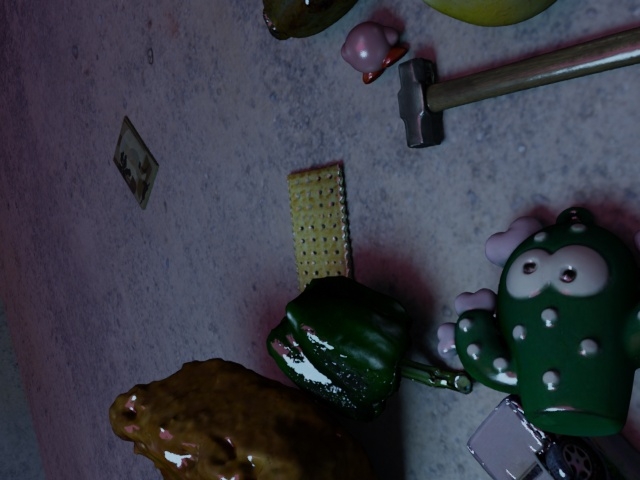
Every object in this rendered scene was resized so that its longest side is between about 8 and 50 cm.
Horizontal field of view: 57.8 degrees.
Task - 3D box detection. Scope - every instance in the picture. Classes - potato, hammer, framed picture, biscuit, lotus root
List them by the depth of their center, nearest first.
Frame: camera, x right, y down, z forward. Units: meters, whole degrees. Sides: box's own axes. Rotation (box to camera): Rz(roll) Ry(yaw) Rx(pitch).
[{"bbox_3d":[0.175,-0.314,0.626,0.194,0.157,0.157,28,116,57],"label":"potato"},{"bbox_3d":[0.238,-0.183,0.639,0.365,0.043,0.111,-3,93,47],"label":"hammer"},{"bbox_3d":[0.006,-0.379,0.806,0.241,0.123,0.124,-32,88,49],"label":"lotus root"},{"bbox_3d":[-0.074,0.353,0.840,0.342,0.166,0.395,12,138,37],"label":"biscuit"},{"bbox_3d":[0.000,0.000,0.941,0.139,0.016,0.232,-4,92,48],"label":"biscuit"},{"bbox_3d":[-0.457,-0.191,1.424,0.201,0.010,0.136,51,130,29],"label":"framed picture"}]

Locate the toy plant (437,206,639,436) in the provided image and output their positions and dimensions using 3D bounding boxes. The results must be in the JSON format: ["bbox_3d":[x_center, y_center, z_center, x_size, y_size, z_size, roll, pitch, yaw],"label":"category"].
[{"bbox_3d":[0.245,0.064,0.577,0.232,0.112,0.243,20,71,47],"label":"toy plant"}]

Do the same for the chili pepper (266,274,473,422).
[{"bbox_3d":[0.065,0.156,0.775,0.261,0.174,0.165,31,98,2],"label":"chili pepper"}]

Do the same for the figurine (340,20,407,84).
[{"bbox_3d":[0.069,-0.264,0.792,0.083,0.067,0.071,-31,93,29],"label":"figurine"}]

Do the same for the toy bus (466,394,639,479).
[{"bbox_3d":[0.300,0.285,0.568,0.317,0.138,0.112,51,134,29],"label":"toy bus"}]

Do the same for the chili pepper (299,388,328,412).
[{"bbox_3d":[-0.019,0.274,0.972,0.088,0.065,0.169,25,110,23],"label":"chili pepper"}]
